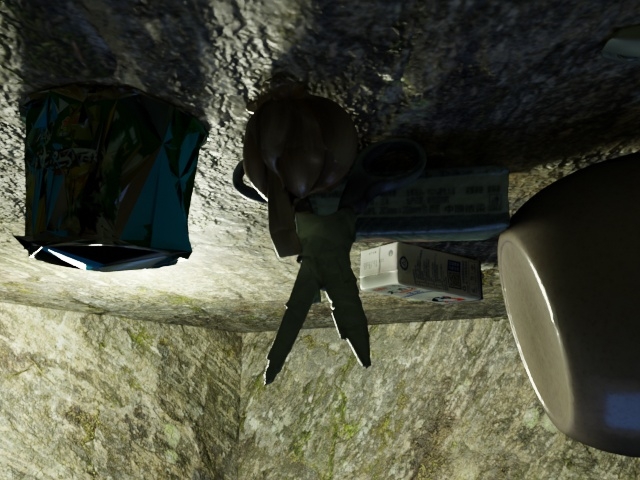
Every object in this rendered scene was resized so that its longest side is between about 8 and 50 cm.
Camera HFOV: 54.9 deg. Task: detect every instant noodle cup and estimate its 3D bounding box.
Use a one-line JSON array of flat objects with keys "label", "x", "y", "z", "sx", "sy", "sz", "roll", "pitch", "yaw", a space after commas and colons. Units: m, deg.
[{"label": "instant noodle cup", "x": -0.259, "y": -0.062, "z": 0.766, "sx": 0.240, "sy": 0.178, "sz": 0.240, "roll": 0, "pitch": 167, "yaw": 0}]

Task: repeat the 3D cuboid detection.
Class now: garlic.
[{"label": "garlic", "x": -0.022, "y": -0.077, "z": 0.687, "sx": 0.127, "sy": 0.194, "sz": 0.131, "roll": 13, "pitch": 152, "yaw": -36}]

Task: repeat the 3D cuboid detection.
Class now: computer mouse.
[{"label": "computer mouse", "x": 0.317, "y": -0.181, "z": 0.575, "sx": 0.110, "sy": 0.032, "sz": 0.056, "roll": -7, "pitch": 164, "yaw": 27}]

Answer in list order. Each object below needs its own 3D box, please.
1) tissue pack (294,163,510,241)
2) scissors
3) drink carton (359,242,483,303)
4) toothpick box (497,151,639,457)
[{"label": "tissue pack", "x": 0.107, "y": -0.048, "z": 0.908, "sx": 0.315, "sy": 0.103, "sz": 0.228, "roll": -2, "pitch": -179, "yaw": 9}, {"label": "scissors", "x": 0.000, "y": 0.000, "z": 0.697, "sx": 0.256, "sy": 0.383, "sz": 0.029, "roll": -4, "pitch": 132, "yaw": 8}, {"label": "drink carton", "x": 0.250, "y": 0.084, "z": 1.504, "sx": 0.315, "sy": 0.107, "sz": 0.130, "roll": 13, "pitch": 160, "yaw": -37}, {"label": "toothpick box", "x": 0.490, "y": 0.075, "z": 0.819, "sx": 0.425, "sy": 0.409, "sz": 0.409, "roll": -15, "pitch": 164, "yaw": 5}]
